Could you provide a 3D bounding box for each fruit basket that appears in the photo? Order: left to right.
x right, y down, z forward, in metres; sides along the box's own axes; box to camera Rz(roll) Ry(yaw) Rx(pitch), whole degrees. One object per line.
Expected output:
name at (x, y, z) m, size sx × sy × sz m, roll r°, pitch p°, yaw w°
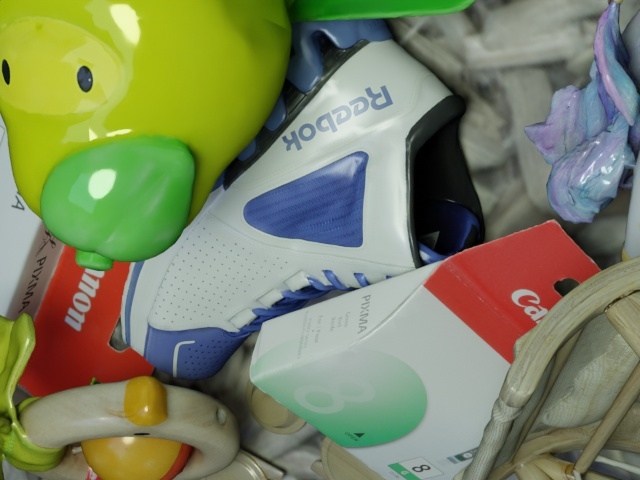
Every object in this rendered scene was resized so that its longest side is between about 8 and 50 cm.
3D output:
fruit basket at (-0.103, -0.189, 0.832) m, size 0.392 × 0.392 × 0.283 m, roll 2°, pitch 139°, yaw 29°

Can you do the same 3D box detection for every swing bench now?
swing bench at (0.218, 0.144, 0.821) m, size 0.254 × 0.165 × 0.253 m, roll 37°, pitch 154°, yaw 14°

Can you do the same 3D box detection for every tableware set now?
tableware set at (-0.017, 0.176, 1.113) m, size 0.141 × 0.020 × 0.169 m, roll 35°, pitch 120°, yaw 14°

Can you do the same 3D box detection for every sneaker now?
sneaker at (0.001, -0.001, 0.980) m, size 0.182 × 0.127 × 0.315 m, roll 39°, pitch 119°, yaw 15°

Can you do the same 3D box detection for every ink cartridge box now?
ink cartridge box at (-0.226, 0.019, 1.155) m, size 0.239 × 0.060 × 0.275 m, roll 36°, pitch 120°, yaw 16°
ink cartridge box at (0.097, 0.085, 0.941) m, size 0.224 × 0.056 × 0.181 m, roll -19°, pitch 136°, yaw 34°

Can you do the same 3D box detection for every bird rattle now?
bird rattle at (-0.156, 0.157, 1.064) m, size 0.207 × 0.253 × 0.143 m, roll -13°, pitch 55°, yaw 26°

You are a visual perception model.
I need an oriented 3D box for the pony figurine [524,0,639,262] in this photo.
pony figurine at (0.220, -0.143, 0.750) m, size 0.351 × 0.303 × 0.363 m, roll 27°, pitch 139°, yaw 20°
